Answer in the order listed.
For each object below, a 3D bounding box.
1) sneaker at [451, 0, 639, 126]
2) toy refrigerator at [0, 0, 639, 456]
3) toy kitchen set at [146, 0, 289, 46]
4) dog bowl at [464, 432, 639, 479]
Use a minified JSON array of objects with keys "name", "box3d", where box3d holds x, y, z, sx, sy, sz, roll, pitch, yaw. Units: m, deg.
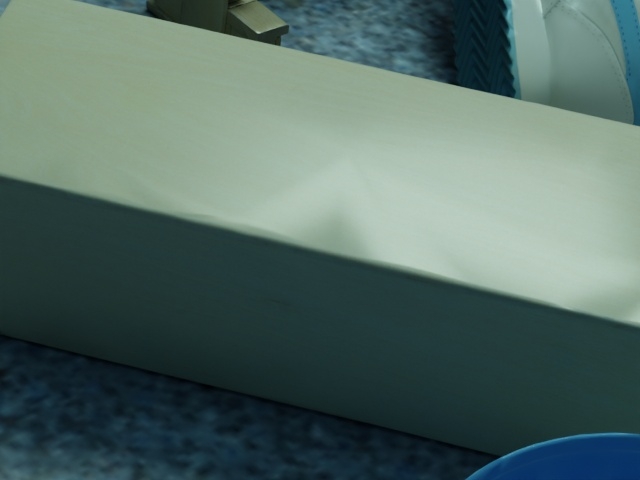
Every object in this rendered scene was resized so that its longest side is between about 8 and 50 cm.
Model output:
[{"name":"sneaker","box3d":[0.111,-0.151,0.814,0.092,0.087,0.228,1,84,-16]},{"name":"toy refrigerator","box3d":[0.000,0.000,0.667,0.270,0.094,0.102,12,45,6]},{"name":"toy kitchen set","box3d":[-0.026,-0.125,0.832,0.075,0.068,0.083,-22,48,-33]},{"name":"dog bowl","box3d":[0.049,0.163,0.486,0.297,0.074,0.166,-26,50,-35]}]
